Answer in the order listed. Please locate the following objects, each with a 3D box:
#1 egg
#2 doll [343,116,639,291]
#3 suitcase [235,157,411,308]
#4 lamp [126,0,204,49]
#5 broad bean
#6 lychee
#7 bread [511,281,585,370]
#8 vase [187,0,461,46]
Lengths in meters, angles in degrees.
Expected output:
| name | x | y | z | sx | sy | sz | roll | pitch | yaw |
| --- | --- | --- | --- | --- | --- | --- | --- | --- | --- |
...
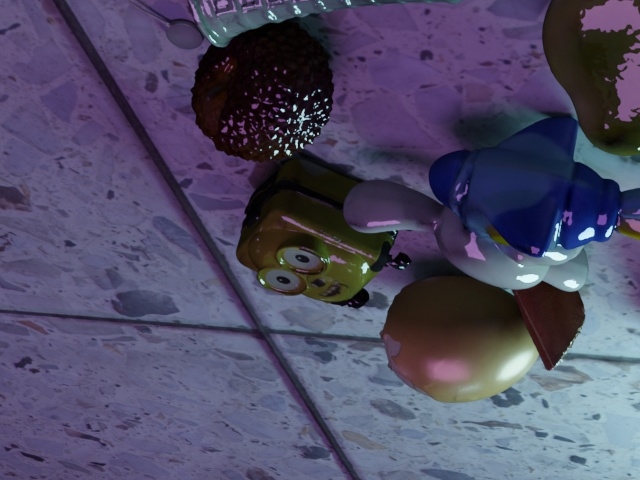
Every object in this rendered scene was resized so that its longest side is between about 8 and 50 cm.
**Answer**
| name | x | y | z | sx | sy | sz | roll | pitch | yaw |
| --- | --- | --- | --- | --- | --- | --- | --- | --- | --- |
| egg | 0.220 | 0.152 | 2.087 | 0.244 | 0.201 | 0.201 | -3 | 146 | 15 |
| doll | 0.268 | -0.043 | 1.784 | 0.376 | 0.187 | 0.365 | -3 | 167 | -26 |
| suitcase | 0.000 | 0.000 | 1.981 | 0.235 | 0.143 | 0.194 | 23 | 149 | -13 |
| lamp | -0.235 | -0.287 | 1.704 | 0.198 | 0.056 | 0.050 | 29 | 144 | -29 |
| broad bean | 0.348 | -0.206 | 1.509 | 0.189 | 0.121 | 0.263 | -2 | 144 | 21 |
| lychee | -0.062 | -0.183 | 1.682 | 0.188 | 0.188 | 0.188 | 11 | 150 | 7 |
| bread | 0.347 | 0.094 | 2.018 | 0.119 | 0.192 | 0.067 | -12 | 159 | -33 |
| vase | 0.010 | -0.301 | 1.487 | 0.299 | 0.143 | 0.143 | -3 | 145 | 24 |
